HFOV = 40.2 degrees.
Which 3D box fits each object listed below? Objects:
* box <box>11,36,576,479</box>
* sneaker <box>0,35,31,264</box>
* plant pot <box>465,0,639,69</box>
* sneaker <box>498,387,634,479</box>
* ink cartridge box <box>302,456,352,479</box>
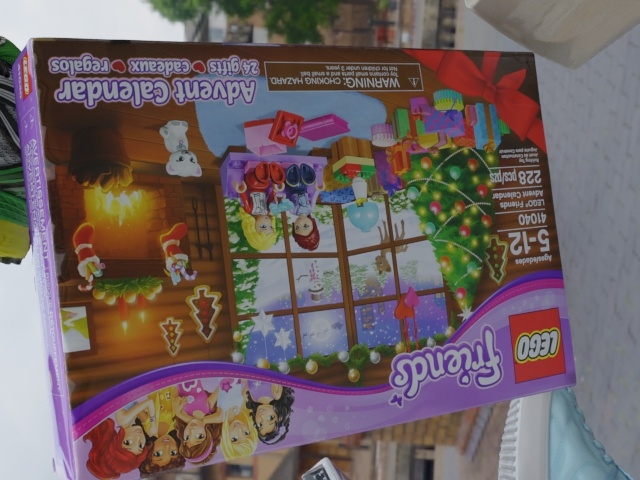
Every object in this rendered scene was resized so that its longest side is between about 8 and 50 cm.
[{"bbox_3d":[0.000,0.000,0.466,0.057,0.293,0.201,-11,86,62],"label":"box"},{"bbox_3d":[-0.268,-0.081,0.532,0.146,0.134,0.343,-62,-11,2],"label":"sneaker"},{"bbox_3d":[0.141,-0.181,0.529,0.109,0.096,0.109,-37,56,56],"label":"plant pot"},{"bbox_3d":[0.282,0.272,0.977,0.366,0.150,0.135,-75,-6,-46],"label":"sneaker"},{"bbox_3d":[0.066,0.374,1.028,0.206,0.045,0.208,58,-179,31],"label":"ink cartridge box"}]
